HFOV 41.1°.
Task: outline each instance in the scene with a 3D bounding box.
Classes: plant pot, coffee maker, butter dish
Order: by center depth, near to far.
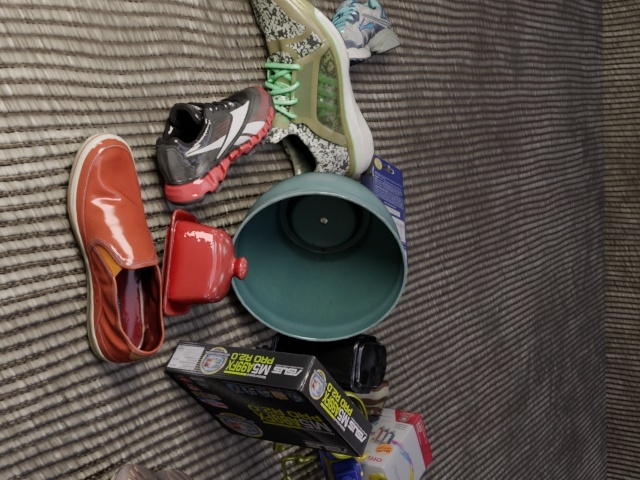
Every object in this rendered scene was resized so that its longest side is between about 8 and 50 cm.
[{"bbox_3d":[-0.170,0.039,1.305,0.160,0.118,0.159,39,55,-83],"label":"butter dish"},{"bbox_3d":[0.000,0.000,1.475,0.196,0.293,0.293,-84,157,-59],"label":"plant pot"},{"bbox_3d":[0.008,0.222,1.550,0.171,0.178,0.120,-24,111,-52],"label":"coffee maker"}]

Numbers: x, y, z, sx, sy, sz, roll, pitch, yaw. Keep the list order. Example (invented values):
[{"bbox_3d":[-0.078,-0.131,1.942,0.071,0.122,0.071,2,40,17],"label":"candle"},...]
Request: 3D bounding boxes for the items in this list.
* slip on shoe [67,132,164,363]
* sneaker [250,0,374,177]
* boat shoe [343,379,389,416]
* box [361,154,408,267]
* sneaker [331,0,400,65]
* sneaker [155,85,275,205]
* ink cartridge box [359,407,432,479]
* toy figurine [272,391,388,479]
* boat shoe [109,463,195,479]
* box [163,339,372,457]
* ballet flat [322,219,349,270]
[{"bbox_3d":[-0.276,0.014,1.201,0.123,0.101,0.331,-13,101,-52],"label":"slip on shoe"},{"bbox_3d":[-0.041,-0.248,1.498,0.182,0.158,0.410,-42,122,-29],"label":"sneaker"},{"bbox_3d":[0.062,0.330,1.712,0.257,0.095,0.095,11,89,-55],"label":"boat shoe"},{"bbox_3d":[0.136,-0.059,1.815,0.136,0.037,0.225,22,63,-53],"label":"box"},{"bbox_3d":[0.049,-0.401,1.659,0.283,0.110,0.122,-39,111,-55],"label":"sneaker"},{"bbox_3d":[-0.165,-0.180,1.347,0.276,0.098,0.135,-53,135,-37],"label":"sneaker"},{"bbox_3d":[0.130,0.455,1.783,0.176,0.128,0.127,-43,126,-46],"label":"ink cartridge box"},{"bbox_3d":[0.011,0.419,1.609,0.217,0.191,0.362,-123,-163,-71],"label":"toy figurine"},{"bbox_3d":[-0.243,0.419,1.283,0.116,0.123,0.324,-44,146,-1],"label":"boat shoe"},{"bbox_3d":[-0.081,0.249,1.345,0.216,0.270,0.060,56,48,-41],"label":"box"},{"bbox_3d":[0.042,-0.010,1.667,0.077,0.079,0.221,95,9,-49],"label":"ballet flat"}]
